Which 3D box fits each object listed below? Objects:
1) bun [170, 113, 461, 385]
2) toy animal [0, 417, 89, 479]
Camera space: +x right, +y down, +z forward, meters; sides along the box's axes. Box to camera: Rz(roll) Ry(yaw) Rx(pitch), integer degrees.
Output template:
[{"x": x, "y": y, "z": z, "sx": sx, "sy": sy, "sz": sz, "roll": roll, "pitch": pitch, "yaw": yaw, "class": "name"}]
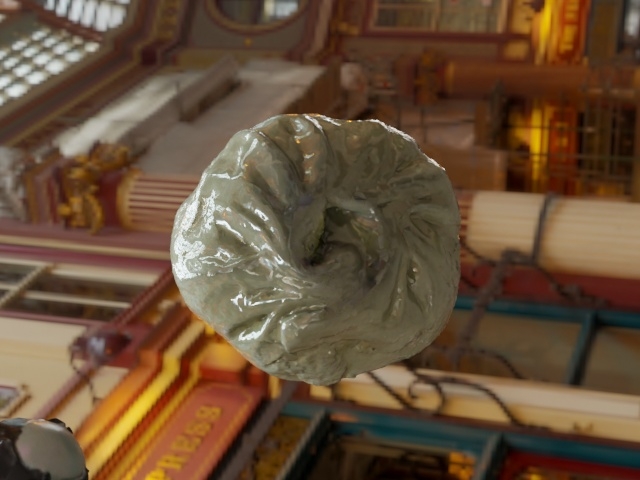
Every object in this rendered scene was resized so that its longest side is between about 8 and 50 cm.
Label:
[{"x": 0.000, "y": 0.000, "z": 1.481, "sx": 0.211, "sy": 0.359, "sz": 0.360, "roll": 126, "pitch": 155, "yaw": -73, "class": "bun"}, {"x": -0.259, "y": 0.264, "z": 1.166, "sx": 0.138, "sy": 0.179, "sz": 0.166, "roll": -46, "pitch": -24, "yaw": 18, "class": "toy animal"}]
